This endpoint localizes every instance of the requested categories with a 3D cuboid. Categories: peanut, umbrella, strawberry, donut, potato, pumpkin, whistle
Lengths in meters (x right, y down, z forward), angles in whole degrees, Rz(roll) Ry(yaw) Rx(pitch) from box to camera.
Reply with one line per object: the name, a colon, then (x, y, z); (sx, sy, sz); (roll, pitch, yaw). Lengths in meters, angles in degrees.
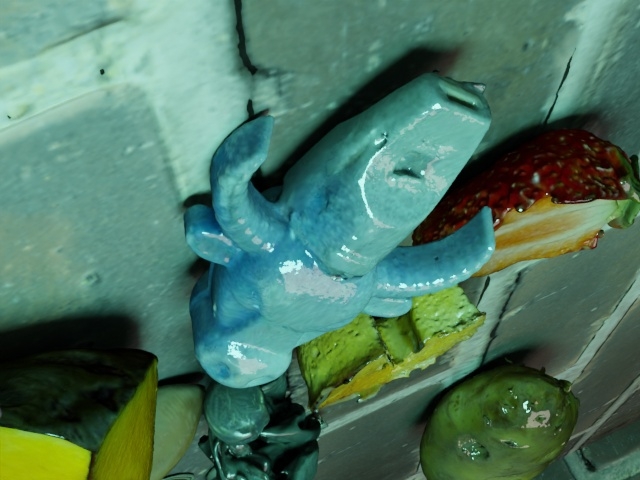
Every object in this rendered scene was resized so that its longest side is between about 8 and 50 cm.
peanut: (-0.151, 0.168, 0.931); (0.152, 0.076, 0.076); (-43, 166, -20)
umbrella: (-0.048, 0.165, 0.937); (0.094, 0.143, 0.349); (-30, 162, -11)
strawberry: (0.143, -0.022, 0.829); (0.187, 0.082, 0.146); (-18, 154, -5)
donut: (0.049, 0.090, 0.996); (0.181, 0.078, 0.146); (-17, 160, -43)
potato: (0.235, 0.243, 1.507); (0.191, 0.141, 0.296); (-3, 154, -15)
pumpkin: (-0.204, 0.145, 0.782); (0.169, 0.148, 0.312); (13, 138, 3)
whistle: (0.000, 0.000, 0.684); (0.180, 0.093, 0.269); (19, 135, -29)

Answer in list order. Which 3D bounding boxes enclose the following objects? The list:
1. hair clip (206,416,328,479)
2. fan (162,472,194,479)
hair clip: (-0.064, 0.272, 1.336); (0.140, 0.054, 0.220); (-16, 155, -15)
fan: (-0.230, 0.284, 1.214); (0.132, 0.009, 0.220); (-39, 158, 24)
